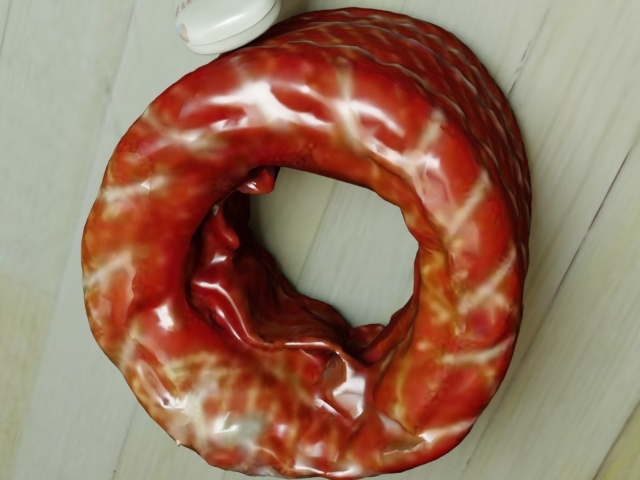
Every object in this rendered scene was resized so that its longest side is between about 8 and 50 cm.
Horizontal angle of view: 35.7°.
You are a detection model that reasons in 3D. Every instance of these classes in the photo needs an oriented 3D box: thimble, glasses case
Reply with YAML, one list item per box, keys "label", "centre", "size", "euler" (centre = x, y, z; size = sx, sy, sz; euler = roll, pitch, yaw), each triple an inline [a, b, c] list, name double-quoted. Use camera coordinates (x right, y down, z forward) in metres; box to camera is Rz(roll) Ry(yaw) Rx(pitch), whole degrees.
- label: "thimble"
  centre: [0.000, 0.000, 0.788]
  size: [0.350, 0.230, 0.350]
  euler: [5, 112, 12]
- label: "glasses case"
  centre: [-0.066, -0.210, 0.736]
  size: [0.081, 0.204, 0.051]
  euler: [-18, 135, 13]
